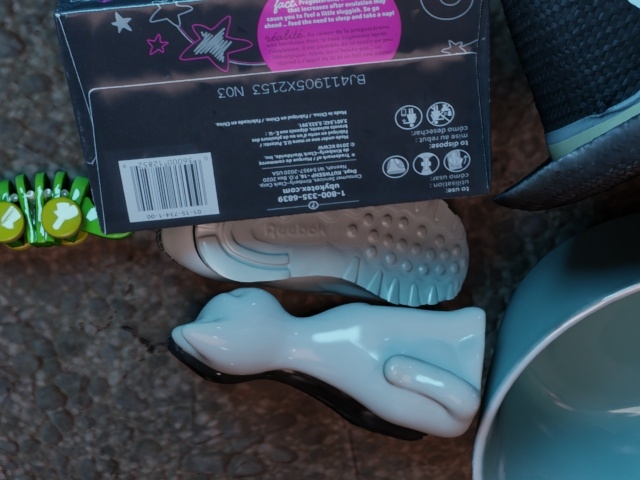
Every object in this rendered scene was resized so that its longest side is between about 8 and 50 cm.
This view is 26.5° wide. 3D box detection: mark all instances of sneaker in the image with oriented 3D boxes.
[{"bbox_3d":[0.000,0.000,0.979,0.235,0.090,0.095,10,169,-29],"label":"sneaker"}]

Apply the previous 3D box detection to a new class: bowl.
[{"bbox_3d":[0.253,0.100,1.015,0.311,0.163,0.312,-2,125,-3],"label":"bowl"}]

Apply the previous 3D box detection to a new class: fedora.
[{"bbox_3d":[0.210,-0.152,0.794,0.334,0.334,0.152,-30,92,15],"label":"fedora"}]

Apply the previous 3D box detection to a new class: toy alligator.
[{"bbox_3d":[-0.225,-0.020,0.959,0.189,0.056,0.051,-4,82,-1],"label":"toy alligator"}]

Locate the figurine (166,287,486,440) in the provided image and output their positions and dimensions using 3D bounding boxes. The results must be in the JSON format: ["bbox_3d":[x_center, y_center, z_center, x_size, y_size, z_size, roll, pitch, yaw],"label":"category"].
[{"bbox_3d":[-0.005,0.083,0.970,0.209,0.215,0.092,9,80,-6],"label":"figurine"}]

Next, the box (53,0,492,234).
[{"bbox_3d":[-0.025,-0.115,0.856,0.247,0.142,0.163,-6,126,0],"label":"box"}]
